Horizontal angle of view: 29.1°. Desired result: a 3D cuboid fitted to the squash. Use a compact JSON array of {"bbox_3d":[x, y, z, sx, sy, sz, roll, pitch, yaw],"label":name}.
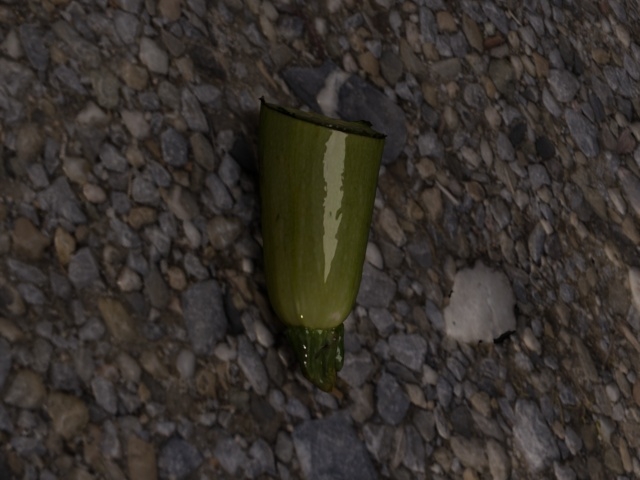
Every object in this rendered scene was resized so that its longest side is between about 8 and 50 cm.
[{"bbox_3d":[-0.004,-0.006,1.170,0.137,0.137,0.287,16,68,-33],"label":"squash"}]
